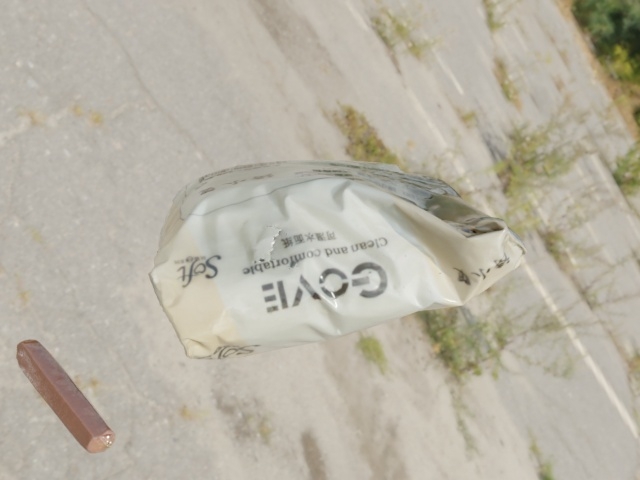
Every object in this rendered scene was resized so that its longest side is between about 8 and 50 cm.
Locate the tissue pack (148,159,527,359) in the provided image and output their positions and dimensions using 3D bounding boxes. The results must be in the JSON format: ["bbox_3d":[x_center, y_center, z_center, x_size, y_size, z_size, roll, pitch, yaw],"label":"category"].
[{"bbox_3d":[0.000,0.000,1.020,0.390,0.375,0.195,-112,-171,-79],"label":"tissue pack"}]

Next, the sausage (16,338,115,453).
[{"bbox_3d":[-0.238,0.145,0.844,0.147,0.035,0.030,43,18,29],"label":"sausage"}]
